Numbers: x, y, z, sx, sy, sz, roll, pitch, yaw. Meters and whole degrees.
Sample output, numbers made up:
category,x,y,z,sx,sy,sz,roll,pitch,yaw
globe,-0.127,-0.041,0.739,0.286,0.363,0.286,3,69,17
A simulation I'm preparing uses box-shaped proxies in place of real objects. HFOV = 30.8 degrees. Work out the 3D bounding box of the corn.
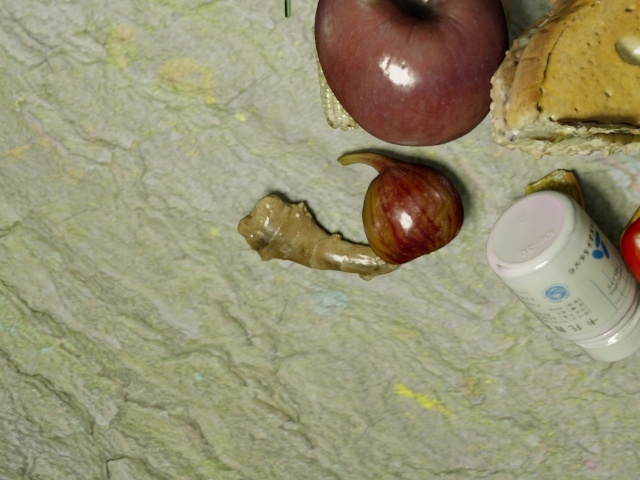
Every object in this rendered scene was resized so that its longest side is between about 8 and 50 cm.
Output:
category,x,y,z,sx,sy,sz,roll,pitch,yaw
corn,0.028,-0.276,1.849,0.087,0.087,0.211,-4,118,21

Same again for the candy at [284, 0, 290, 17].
category,x,y,z,sx,sy,sz,roll,pitch,yaw
candy,-0.052,-0.428,1.801,0.058,0.062,0.194,9,133,10

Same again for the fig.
category,x,y,z,sx,sy,sz,roll,pitch,yaw
fig,0.134,-0.072,1.911,0.175,0.175,0.207,-22,92,30

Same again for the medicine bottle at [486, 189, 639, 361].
category,x,y,z,sx,sy,sz,roll,pitch,yaw
medicine bottle,0.405,0.064,1.859,0.170,0.170,0.293,-24,131,30

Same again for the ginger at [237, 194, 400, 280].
category,x,y,z,sx,sy,sz,roll,pitch,yaw
ginger,0.000,0.000,2.049,0.294,0.086,0.131,14,117,0

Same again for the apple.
category,x,y,z,sx,sy,sz,roll,pitch,yaw
apple,0.132,-0.286,1.690,0.305,0.306,0.235,23,156,4

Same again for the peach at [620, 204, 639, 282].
category,x,y,z,sx,sy,sz,roll,pitch,yaw
peach,0.582,0.018,1.786,0.226,0.190,0.196,34,113,2

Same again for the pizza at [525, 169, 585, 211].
category,x,y,z,sx,sy,sz,roll,pitch,yaw
pizza,0.383,-0.047,1.905,0.099,0.036,0.160,4,123,17

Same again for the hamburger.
category,x,y,z,sx,sy,sz,roll,pitch,yaw
hamburger,0.439,-0.256,1.587,0.445,0.268,0.287,-2,86,-12
